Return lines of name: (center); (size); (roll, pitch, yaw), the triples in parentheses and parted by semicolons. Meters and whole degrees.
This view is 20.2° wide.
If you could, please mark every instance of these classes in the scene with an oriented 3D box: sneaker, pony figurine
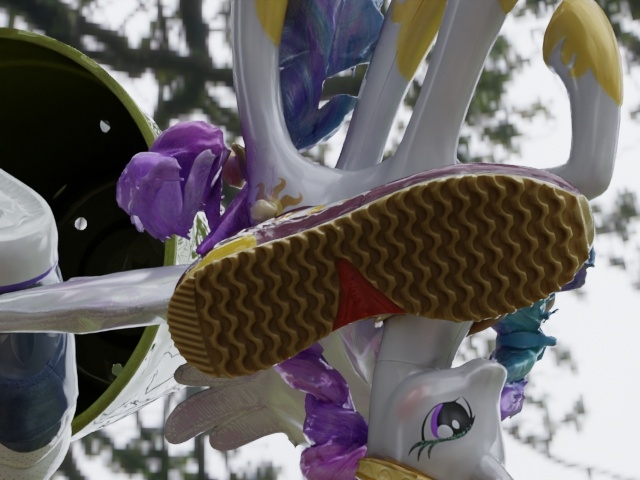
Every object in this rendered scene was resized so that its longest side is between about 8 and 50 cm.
sneaker: (-0.272, 0.047, 1.217); (0.130, 0.323, 0.236); (-17, -58, -33)
sneaker: (0.024, 0.004, 0.778); (0.185, 0.084, 0.069); (-13, -76, 5)
pony figurine: (0.000, 0.000, 0.959); (0.351, 0.363, 0.303); (0, -15, 40)

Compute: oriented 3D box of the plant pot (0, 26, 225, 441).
plant pot: (-0.233, 0.025, 1.637); (0.366, 0.366, 0.353); (-18, -12, 16)

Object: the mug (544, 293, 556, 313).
mug: (0.187, 0.027, 1.678); (0.078, 0.064, 0.062); (16, -48, 9)
